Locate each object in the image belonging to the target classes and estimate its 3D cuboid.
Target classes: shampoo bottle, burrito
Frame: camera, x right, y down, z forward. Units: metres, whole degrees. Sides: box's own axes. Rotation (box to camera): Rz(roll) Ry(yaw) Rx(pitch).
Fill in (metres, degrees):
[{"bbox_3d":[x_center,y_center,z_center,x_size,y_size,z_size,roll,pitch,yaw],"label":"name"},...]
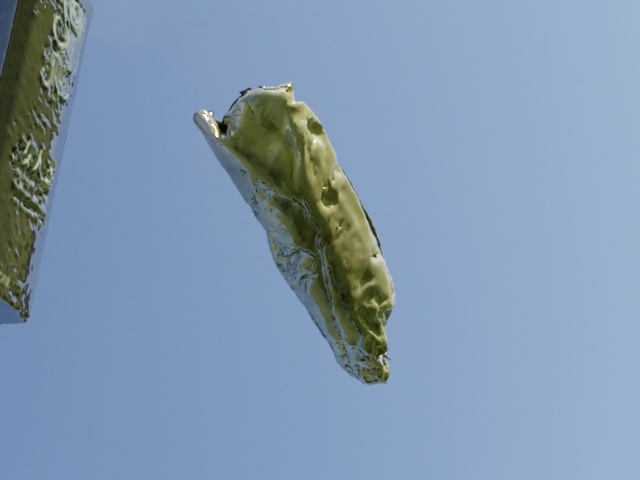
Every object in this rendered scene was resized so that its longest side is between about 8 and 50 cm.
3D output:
[{"bbox_3d":[-0.202,-0.107,0.847,0.098,0.071,0.309,53,-140,-63],"label":"shampoo bottle"},{"bbox_3d":[-0.001,0.002,0.798,0.229,0.058,0.063,61,-137,-33],"label":"burrito"}]
